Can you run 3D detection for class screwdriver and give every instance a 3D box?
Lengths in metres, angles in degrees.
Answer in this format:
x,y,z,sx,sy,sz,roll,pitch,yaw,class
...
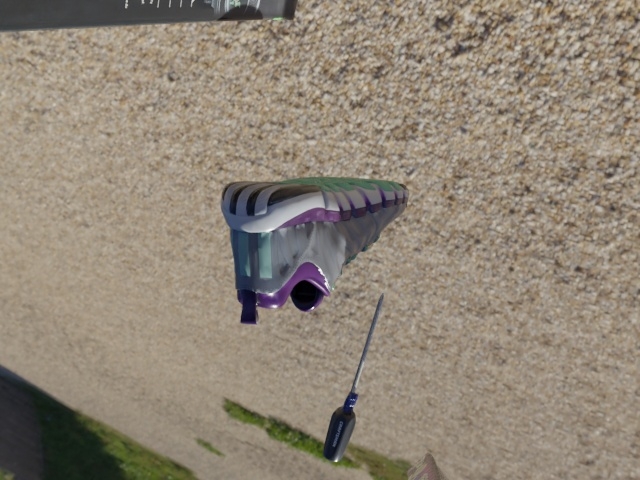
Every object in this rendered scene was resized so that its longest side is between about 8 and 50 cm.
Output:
x,y,z,sx,sy,sz,roll,pitch,yaw,class
0.036,0.129,0.594,0.024,0.170,0.025,5,-160,-45,screwdriver

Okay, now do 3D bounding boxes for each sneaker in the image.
x,y,z,sx,sy,sz,roll,pitch,yaw,class
0.000,0.000,0.512,0.083,0.098,0.223,8,-170,33,sneaker

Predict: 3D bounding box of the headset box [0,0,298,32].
x,y,z,sx,sy,sz,roll,pitch,yaw,class
-0.166,-0.223,0.381,0.246,0.283,0.131,25,120,22,headset box

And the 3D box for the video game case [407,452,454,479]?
x,y,z,sx,sy,sz,roll,pitch,yaw,class
0.172,0.323,0.613,0.232,0.041,0.210,50,179,10,video game case
